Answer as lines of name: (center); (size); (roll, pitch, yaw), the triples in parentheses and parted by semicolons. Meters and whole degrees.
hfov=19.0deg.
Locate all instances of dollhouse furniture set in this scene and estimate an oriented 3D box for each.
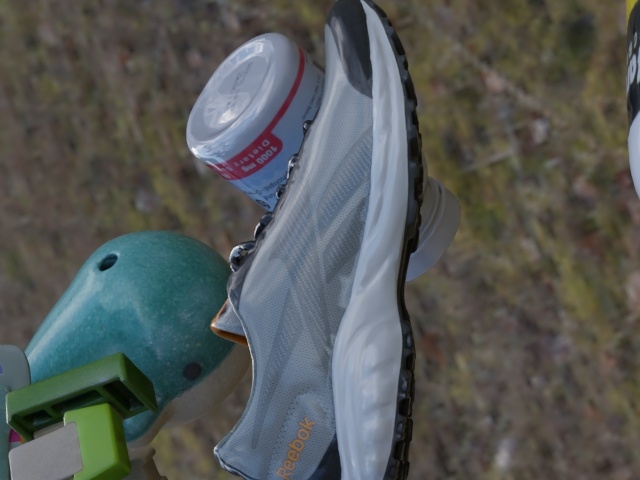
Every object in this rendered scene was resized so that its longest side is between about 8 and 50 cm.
dollhouse furniture set: (-0.092, 0.122, 0.797); (0.076, 0.058, 0.152); (52, -162, -52)

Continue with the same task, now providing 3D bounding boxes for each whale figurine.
whale figurine: (-0.190, 0.092, 1.598); (0.141, 0.272, 0.216); (62, 178, -34)

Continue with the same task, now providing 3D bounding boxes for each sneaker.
sneaker: (0.000, 0.000, 0.985); (0.100, 0.108, 0.272); (71, -156, -74)

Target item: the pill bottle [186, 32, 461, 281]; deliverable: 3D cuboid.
pill bottle: (0.006, -0.044, 1.124); (0.160, 0.087, 0.087); (37, 174, -27)

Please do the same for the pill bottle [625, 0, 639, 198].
pill bottle: (0.205, -0.098, 0.697); (0.188, 0.187, 0.334); (127, 148, -67)

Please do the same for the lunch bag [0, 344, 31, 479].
lunch bag: (-0.307, 0.208, 1.449); (0.224, 0.107, 0.279); (-26, 60, 49)
